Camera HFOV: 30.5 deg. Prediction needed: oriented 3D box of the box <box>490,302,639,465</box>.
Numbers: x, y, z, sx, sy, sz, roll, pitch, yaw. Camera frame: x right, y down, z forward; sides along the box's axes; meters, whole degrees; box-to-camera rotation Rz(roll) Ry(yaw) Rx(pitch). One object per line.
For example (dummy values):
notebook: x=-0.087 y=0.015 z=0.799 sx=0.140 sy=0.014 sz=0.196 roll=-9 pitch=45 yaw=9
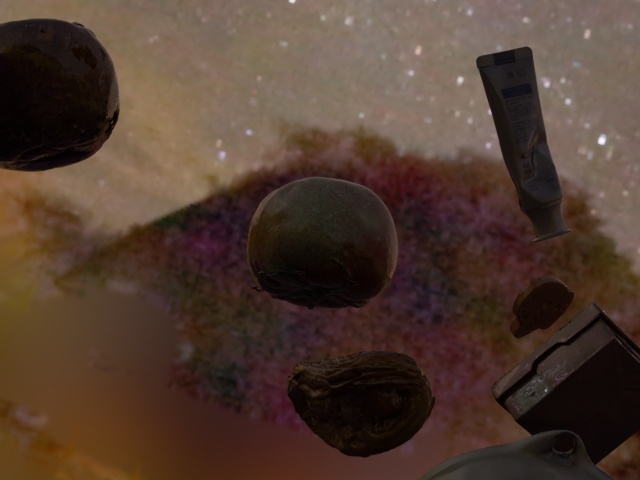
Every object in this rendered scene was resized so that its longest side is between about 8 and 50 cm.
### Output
box: x=0.414 y=0.238 z=1.825 sx=0.215 sy=0.215 sz=0.086 roll=41 pitch=14 yaw=-34

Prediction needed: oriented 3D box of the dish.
dish: x=0.203 y=0.349 z=1.186 sx=0.303 sy=0.303 sz=0.120 roll=17 pitch=28 yaw=4

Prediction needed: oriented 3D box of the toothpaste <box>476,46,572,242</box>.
toothpaste: x=0.285 y=-0.132 z=1.618 sx=0.096 sy=0.266 sz=0.061 roll=-16 pitch=1 yaw=-28

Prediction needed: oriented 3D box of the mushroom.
mushroom: x=-0.310 y=-0.140 z=1.250 sx=0.194 sy=0.138 sz=0.231 roll=-25 pitch=-14 yaw=-13

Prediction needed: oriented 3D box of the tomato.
tomato: x=0.000 y=0.000 z=2.321 sx=0.303 sy=0.239 sz=0.303 roll=6 pitch=-19 yaw=2

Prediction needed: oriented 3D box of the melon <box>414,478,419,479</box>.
melon: x=0.188 y=0.567 z=2.090 sx=0.308 sy=0.272 sz=0.272 roll=-24 pitch=7 yaw=-21

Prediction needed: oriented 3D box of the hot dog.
hot dog: x=0.052 y=0.246 z=1.793 sx=0.259 sy=0.114 sz=0.175 roll=-17 pitch=-66 yaw=51

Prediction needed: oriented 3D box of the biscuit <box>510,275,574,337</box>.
biscuit: x=0.349 y=0.108 z=1.895 sx=0.023 sy=0.118 sz=0.140 roll=47 pitch=8 yaw=36
